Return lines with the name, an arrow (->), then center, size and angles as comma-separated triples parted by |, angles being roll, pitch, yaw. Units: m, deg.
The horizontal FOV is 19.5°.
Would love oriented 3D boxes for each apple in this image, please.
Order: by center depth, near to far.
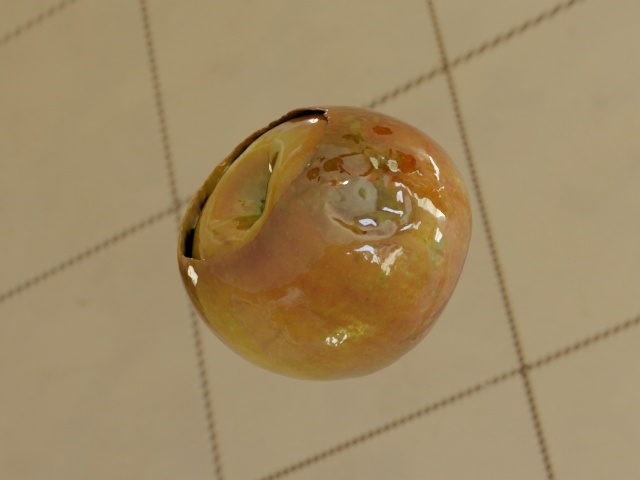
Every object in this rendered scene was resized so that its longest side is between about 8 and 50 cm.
apple -> 0.000, 0.000, 1.496 | 0.237, 0.207, 0.237 | -35, 46, 46
